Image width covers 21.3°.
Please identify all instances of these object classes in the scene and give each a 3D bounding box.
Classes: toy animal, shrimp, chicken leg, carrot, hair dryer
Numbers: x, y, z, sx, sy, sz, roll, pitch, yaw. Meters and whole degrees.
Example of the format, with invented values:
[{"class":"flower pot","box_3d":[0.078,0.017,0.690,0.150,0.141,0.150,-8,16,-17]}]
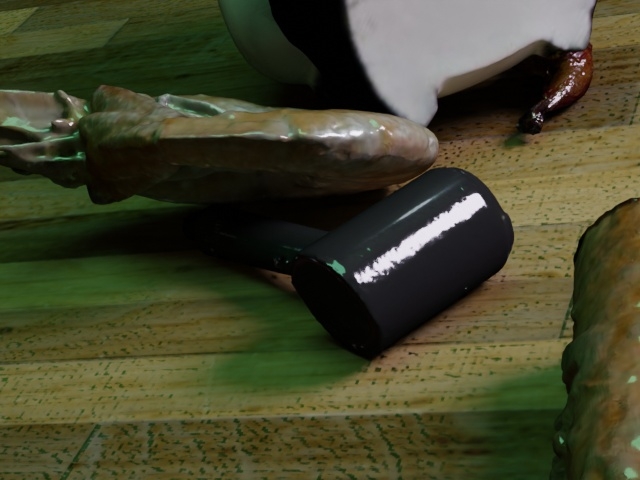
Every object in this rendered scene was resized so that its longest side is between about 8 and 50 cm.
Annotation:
[{"class":"toy animal","box_3d":[0.047,-0.220,1.201,0.251,0.251,0.310,-24,25,-15]},{"class":"shrimp","box_3d":[-0.085,-0.062,1.061,0.317,0.077,0.168,2,-5,4]},{"class":"chicken leg","box_3d":[0.158,-0.116,1.161,0.062,0.037,0.145,-17,27,11]},{"class":"carrot","box_3d":[0.148,0.076,0.746,0.102,0.102,0.263,-7,30,18]},{"class":"hair dryer","box_3d":[-0.001,0.001,1.017,0.114,0.070,0.248,-32,23,-27]}]
